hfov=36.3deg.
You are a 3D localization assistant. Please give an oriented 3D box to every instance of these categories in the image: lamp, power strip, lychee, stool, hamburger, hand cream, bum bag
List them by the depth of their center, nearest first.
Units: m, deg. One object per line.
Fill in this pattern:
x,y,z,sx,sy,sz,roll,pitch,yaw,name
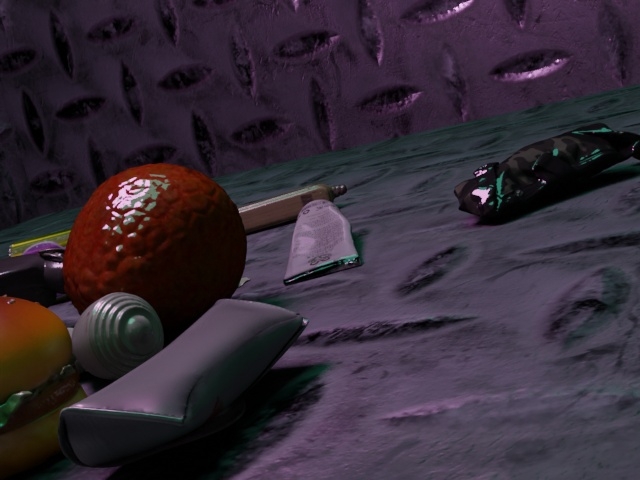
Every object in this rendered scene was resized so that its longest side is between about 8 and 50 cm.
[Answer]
-0.362,0.146,1.000,0.246,0.170,0.246,-12,8,2,hamburger
-0.275,0.126,1.206,0.193,0.106,0.106,-16,7,39,lamp
-0.228,0.009,1.357,0.255,0.255,0.300,-12,33,15,lychee
-0.477,0.096,1.543,0.228,0.139,0.153,-11,11,18,stool
0.361,-0.113,1.591,0.340,0.095,0.144,-25,19,-19,bum bag
0.000,0.000,1.621,0.121,0.076,0.336,-19,16,5,hand cream
-0.128,-0.053,2.083,0.387,0.066,0.092,-17,8,0,power strip

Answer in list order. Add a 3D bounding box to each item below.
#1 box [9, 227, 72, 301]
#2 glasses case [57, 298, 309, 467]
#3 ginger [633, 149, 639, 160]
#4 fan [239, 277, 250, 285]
-0.402,0.025,1.843,0.345,0.134,0.097,-13,6,6,box
-0.117,0.139,0.949,0.128,0.083,0.308,-4,13,24,glasses case
0.596,-0.174,1.625,0.103,0.073,0.162,-18,9,-23,ginger
-0.228,0.095,1.563,0.240,0.009,0.131,-15,12,0,fan
